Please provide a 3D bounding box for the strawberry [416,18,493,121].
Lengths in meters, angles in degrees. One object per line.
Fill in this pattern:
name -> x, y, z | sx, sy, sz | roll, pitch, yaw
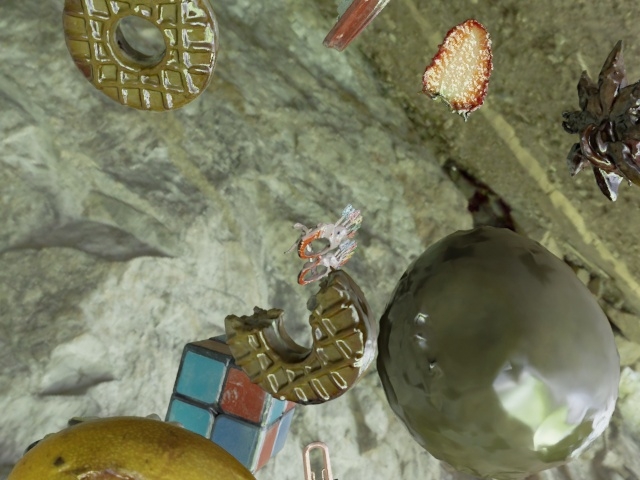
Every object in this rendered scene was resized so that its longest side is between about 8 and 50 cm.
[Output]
strawberry -> 0.340, -0.404, 1.425 | 0.167, 0.208, 0.087 | 33, -158, -1

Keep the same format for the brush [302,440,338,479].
brush -> -0.002, 0.581, 1.443 | 0.047, 0.103, 0.233 | -121, 24, -67

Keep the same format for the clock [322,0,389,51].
clock -> 0.114, -0.544, 1.301 | 0.080, 0.318, 0.318 | 42, -173, -7

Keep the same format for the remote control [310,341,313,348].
remote control -> 0.012, 0.258, 1.556 | 0.061, 0.162, 0.029 | 22, -175, 15

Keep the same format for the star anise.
star anise -> 0.465, -0.187, 0.996 | 0.103, 0.271, 0.272 | -7, -150, -19

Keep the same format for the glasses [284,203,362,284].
glasses -> 0.009, 0.003, 1.317 | 0.255, 0.162, 0.095 | 98, 148, -58

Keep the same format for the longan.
longan -> 0.299, 0.202, 1.077 | 0.435, 0.404, 0.404 | 58, -171, 7

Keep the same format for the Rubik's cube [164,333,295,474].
Rubik's cube -> -0.257, 0.487, 1.845 | 0.317, 0.318, 0.313 | 15, 180, 15

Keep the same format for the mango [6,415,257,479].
mango -> -0.181, 0.286, 0.644 | 0.295, 0.177, 0.120 | 29, 154, -9

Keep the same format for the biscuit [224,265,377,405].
biscuit -> -0.036, 0.231, 1.323 | 0.115, 0.366, 0.268 | -27, -89, -58

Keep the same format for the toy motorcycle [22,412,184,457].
toy motorcycle -> -0.348, 0.375, 1.076 | 0.341, 0.107, 0.223 | 2, -171, 23

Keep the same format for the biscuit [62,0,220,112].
biscuit -> -0.367, -0.420, 1.245 | 0.332, 0.332, 0.103 | 40, -149, -25
